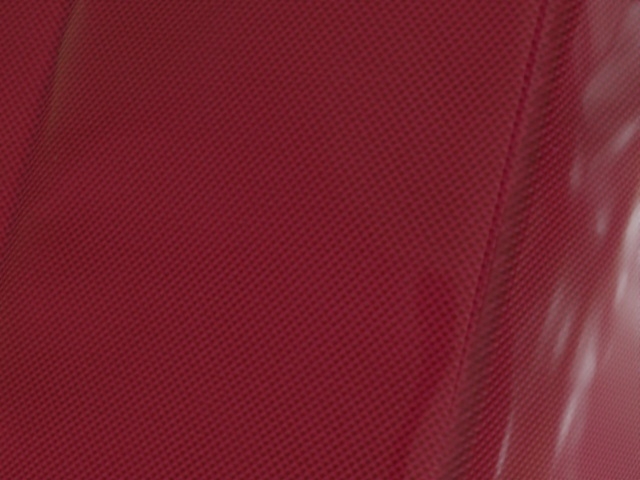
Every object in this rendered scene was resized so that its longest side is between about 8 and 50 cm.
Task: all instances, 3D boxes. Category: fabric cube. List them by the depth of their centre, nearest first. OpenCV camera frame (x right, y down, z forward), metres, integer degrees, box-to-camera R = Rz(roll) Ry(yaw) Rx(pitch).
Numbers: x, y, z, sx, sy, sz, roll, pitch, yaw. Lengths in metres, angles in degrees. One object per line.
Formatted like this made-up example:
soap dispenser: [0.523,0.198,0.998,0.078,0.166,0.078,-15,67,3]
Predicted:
fabric cube: [0.000,0.000,0.490,0.259,0.254,0.258,10,-97,33]
